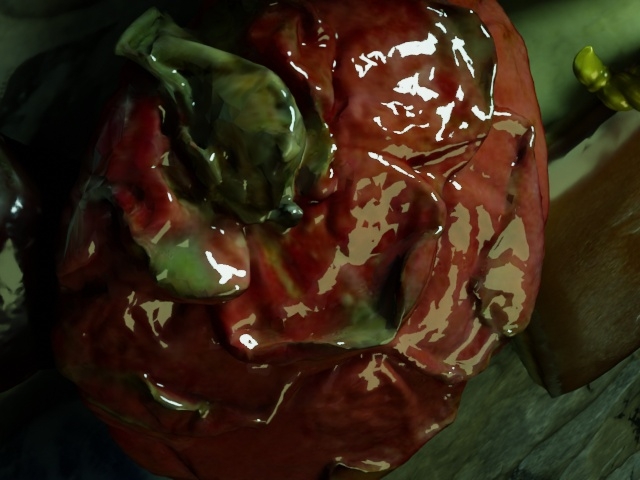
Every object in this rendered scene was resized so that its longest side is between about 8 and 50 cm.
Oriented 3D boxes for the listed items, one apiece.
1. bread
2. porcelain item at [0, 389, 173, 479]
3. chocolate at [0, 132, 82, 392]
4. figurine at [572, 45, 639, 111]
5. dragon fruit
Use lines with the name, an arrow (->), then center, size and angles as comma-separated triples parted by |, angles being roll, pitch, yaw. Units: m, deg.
bread -> 0.216, -0.081, 0.981 | 0.323, 0.143, 0.333 | -41, 152, -4
porcelain item -> -0.097, 0.125, 0.857 | 0.259, 0.141, 0.141 | -49, 153, -13
chocolate -> -0.139, 0.014, 0.701 | 0.149, 0.080, 0.125 | -18, 142, -38
figurine -> 0.194, -0.121, 0.760 | 0.095, 0.115, 0.156 | -78, 178, -57
dragon fruit -> 0.000, 0.000, 0.686 | 0.205, 0.152, 0.317 | 2, 106, -54
